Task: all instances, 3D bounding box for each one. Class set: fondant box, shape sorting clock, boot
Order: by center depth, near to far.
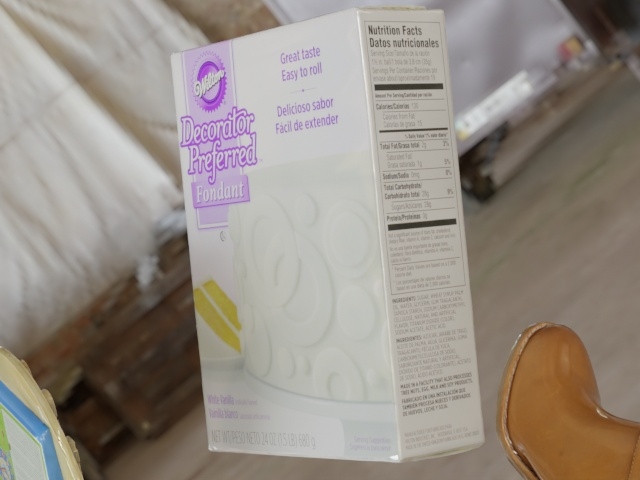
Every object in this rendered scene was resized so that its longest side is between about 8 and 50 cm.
[{"bbox_3d":[0.000,0.000,1.342,0.096,0.330,0.238,-4,-1,-40],"label":"fondant box"},{"bbox_3d":[-0.215,0.177,1.346,0.040,0.206,0.206,-19,-3,-26],"label":"shape sorting clock"},{"bbox_3d":[0.244,0.169,1.376,0.220,0.109,0.283,-33,42,48],"label":"boot"}]
